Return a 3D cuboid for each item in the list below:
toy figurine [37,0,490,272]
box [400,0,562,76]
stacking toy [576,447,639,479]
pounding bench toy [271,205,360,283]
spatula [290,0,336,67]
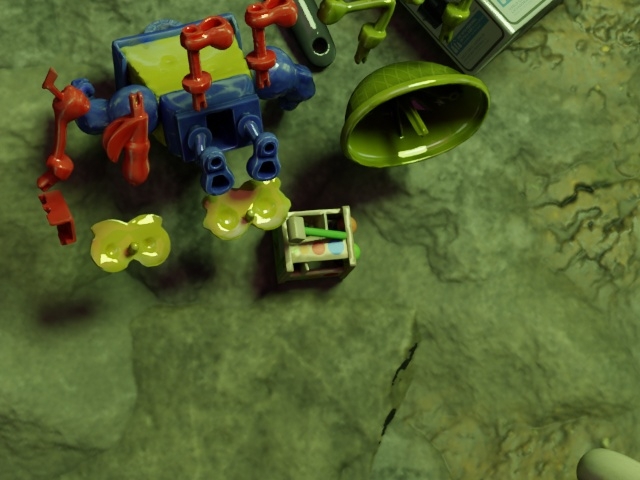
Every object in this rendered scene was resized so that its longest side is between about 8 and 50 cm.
[{"bbox_3d":[-0.072,-0.145,1.222,0.363,0.191,0.217,-18,40,-14],"label":"toy figurine"},{"bbox_3d":[0.100,-0.305,1.326,0.169,0.087,0.290,-39,86,-26],"label":"box"},{"bbox_3d":[0.175,0.329,1.197,0.141,0.141,0.330,38,81,-1],"label":"stacking toy"},{"bbox_3d":[0.000,0.000,1.251,0.065,0.083,0.052,-4,78,-11],"label":"pounding bench toy"},{"bbox_3d":[-0.061,-0.281,1.331,0.084,0.030,0.296,-25,83,-15],"label":"spatula"}]
